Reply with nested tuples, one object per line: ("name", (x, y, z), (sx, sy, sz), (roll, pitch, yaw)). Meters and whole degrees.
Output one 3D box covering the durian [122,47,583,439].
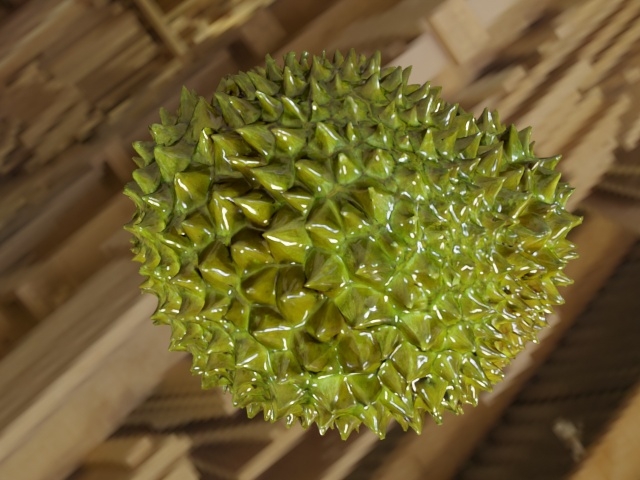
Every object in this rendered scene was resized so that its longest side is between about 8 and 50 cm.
("durian", (0.002, 0.000, 0.841), (0.237, 0.176, 0.200), (9, -96, 38))
